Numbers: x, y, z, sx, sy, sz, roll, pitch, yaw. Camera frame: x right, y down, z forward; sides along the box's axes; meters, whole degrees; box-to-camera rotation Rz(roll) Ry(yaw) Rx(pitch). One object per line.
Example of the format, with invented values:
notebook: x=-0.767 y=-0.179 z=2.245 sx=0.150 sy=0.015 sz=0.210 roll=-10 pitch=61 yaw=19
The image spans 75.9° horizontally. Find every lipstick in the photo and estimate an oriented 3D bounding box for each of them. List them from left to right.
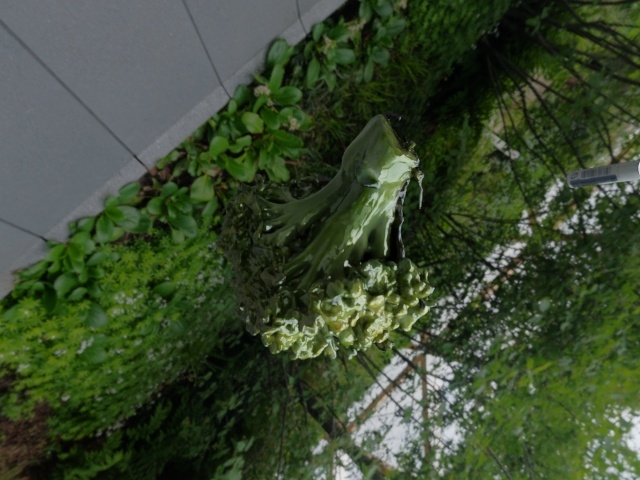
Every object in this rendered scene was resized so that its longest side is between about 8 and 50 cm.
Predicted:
lipstick: x=0.600 y=-0.139 z=0.869 sx=0.040 sy=0.040 sz=0.141 roll=-39 pitch=-162 yaw=-27

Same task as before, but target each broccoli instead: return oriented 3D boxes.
broccoli: x=-0.013 y=0.012 z=0.432 sx=0.180 sy=0.242 sz=0.273 roll=-22 pitch=147 yaw=-29
